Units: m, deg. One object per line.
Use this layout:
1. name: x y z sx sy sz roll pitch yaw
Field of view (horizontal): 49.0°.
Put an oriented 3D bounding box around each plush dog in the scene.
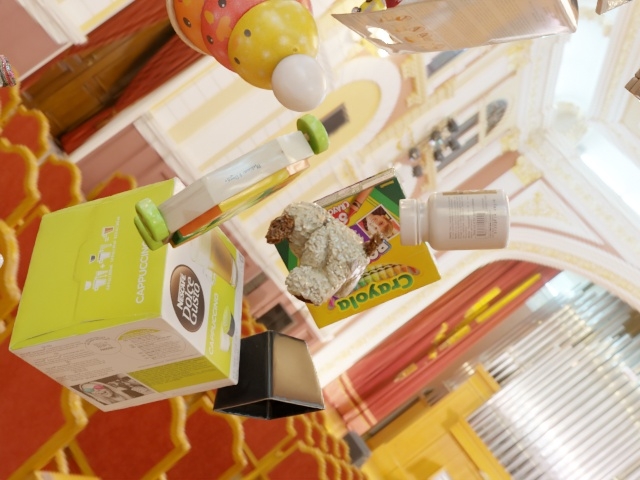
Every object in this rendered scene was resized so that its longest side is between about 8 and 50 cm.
1. plush dog: 0.000 0.000 1.576 0.225 0.211 0.262 43 20 15

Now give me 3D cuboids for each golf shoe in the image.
1. golf shoe: -0.620 -0.307 1.269 0.186 0.086 0.067 24 -46 49

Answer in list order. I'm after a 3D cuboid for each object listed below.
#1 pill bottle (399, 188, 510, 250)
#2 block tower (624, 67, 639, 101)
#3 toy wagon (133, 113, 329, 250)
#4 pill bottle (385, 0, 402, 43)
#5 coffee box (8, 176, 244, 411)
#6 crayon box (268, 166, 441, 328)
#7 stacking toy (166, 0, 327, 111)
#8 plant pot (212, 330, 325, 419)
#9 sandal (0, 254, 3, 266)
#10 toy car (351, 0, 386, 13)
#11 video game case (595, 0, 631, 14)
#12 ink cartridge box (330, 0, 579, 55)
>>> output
1. pill bottle: 0.288 -0.043 1.526 0.131 0.229 0.131 -2 90 -82
2. block tower: 0.758 -0.248 1.378 0.097 0.091 0.335 20 25 -38
3. toy wagon: -0.135 -0.069 1.012 0.068 0.267 0.344 60 -17 -2
4. pill bottle: 0.249 -0.773 1.964 0.224 0.224 0.392 69 7 -80
5. coffee box: -0.389 0.124 1.502 0.334 0.338 0.338 58 23 -50
6. crayon box: 0.093 0.025 1.860 0.106 0.363 0.313 -86 151 -69
7. stacking toy: -0.113 -0.458 1.556 0.480 0.350 0.350 57 0 36
8. plant pot: -0.118 0.310 1.617 0.187 0.188 0.167 24 54 -44
9. sandal: -0.518 0.001 0.908 0.265 0.102 0.076 6 -50 28
10. toy car: 0.191 -0.571 1.593 0.053 0.225 0.239 56 -43 34
11. video game case: 0.707 -0.617 1.570 0.190 0.173 0.022 75 -12 -54
12. ink cartridge box: 0.254 -0.436 1.293 0.308 0.385 0.091 1 89 -63
